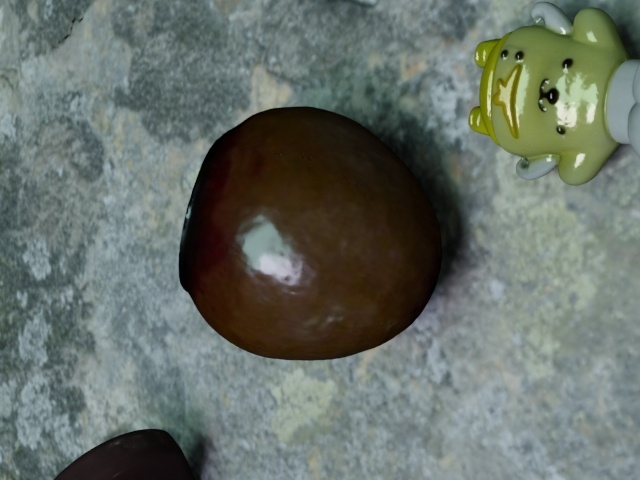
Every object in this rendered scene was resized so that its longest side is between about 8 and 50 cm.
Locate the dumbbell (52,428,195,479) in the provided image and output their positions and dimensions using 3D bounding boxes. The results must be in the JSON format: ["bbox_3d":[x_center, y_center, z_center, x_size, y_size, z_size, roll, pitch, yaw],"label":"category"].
[{"bbox_3d":[-0.105,0.256,0.939,0.225,0.124,0.140,47,162,32],"label":"dumbbell"}]

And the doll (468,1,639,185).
[{"bbox_3d":[0.157,-0.081,0.734,0.162,0.062,0.106,12,104,42],"label":"doll"}]

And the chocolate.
[{"bbox_3d":[0.000,0.000,0.837,0.177,0.177,0.176,1,92,44],"label":"chocolate"}]
